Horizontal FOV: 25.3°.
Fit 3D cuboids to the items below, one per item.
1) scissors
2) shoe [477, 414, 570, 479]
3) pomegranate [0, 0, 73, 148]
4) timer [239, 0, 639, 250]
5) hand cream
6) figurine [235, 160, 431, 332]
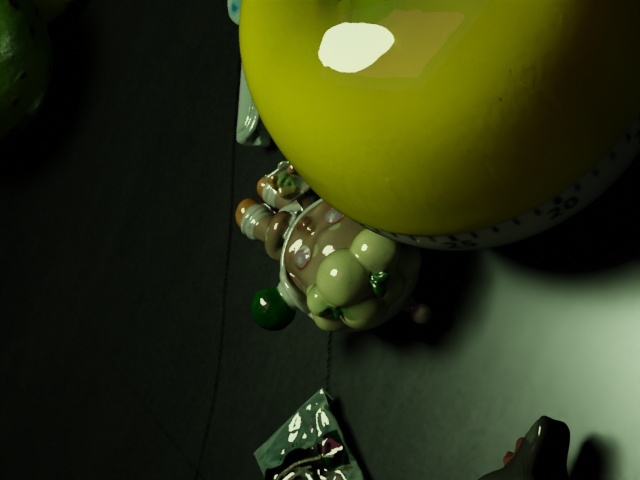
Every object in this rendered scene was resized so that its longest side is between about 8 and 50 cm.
[{"bbox_3d":[-0.048,-0.197,1.144,0.125,0.030,0.256,-11,68,42],"label":"scissors"},{"bbox_3d":[0.157,0.189,0.807,0.227,0.099,0.112,37,96,43],"label":"shoe"},{"bbox_3d":[-0.317,-0.187,1.297,0.263,0.211,0.211,-34,45,-20],"label":"pomegranate"},{"bbox_3d":[0.060,-0.147,0.836,0.285,0.285,0.285,-14,69,39],"label":"timer"},{"bbox_3d":[0.019,0.223,0.961,0.075,0.052,0.248,-29,51,7],"label":"hand cream"},{"bbox_3d":[0.000,0.000,1.001,0.197,0.093,0.147,34,85,43],"label":"figurine"}]
